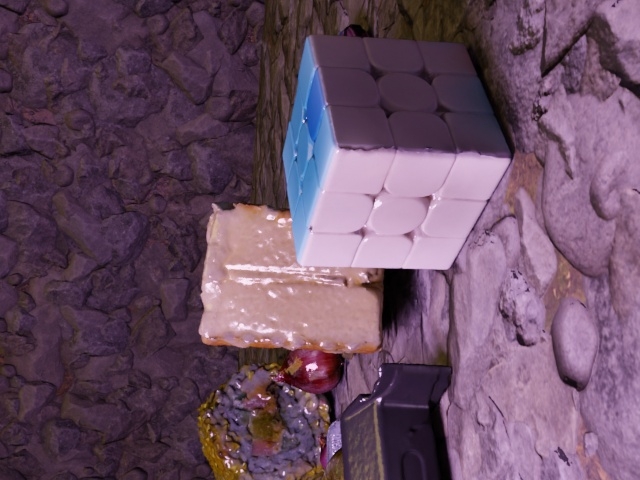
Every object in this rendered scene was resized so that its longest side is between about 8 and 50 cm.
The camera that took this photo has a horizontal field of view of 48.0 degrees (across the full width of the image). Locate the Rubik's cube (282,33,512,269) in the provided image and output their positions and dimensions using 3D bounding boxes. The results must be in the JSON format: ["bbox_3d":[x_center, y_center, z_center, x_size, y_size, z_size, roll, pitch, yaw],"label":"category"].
[{"bbox_3d":[0.108,-0.147,1.233,0.291,0.291,0.290,107,160,-49],"label":"Rubik's cube"}]

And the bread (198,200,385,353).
[{"bbox_3d":[-0.046,0.088,1.499,0.390,0.371,0.279,53,-138,-82],"label":"bread"}]

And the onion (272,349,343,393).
[{"bbox_3d":[-0.037,0.342,1.934,0.159,0.195,0.159,168,90,-81],"label":"onion"}]

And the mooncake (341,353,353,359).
[{"bbox_3d":[0.039,0.213,1.960,0.347,0.057,0.150,-162,87,-69],"label":"mooncake"}]

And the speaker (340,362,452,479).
[{"bbox_3d":[0.149,0.426,1.241,0.184,0.180,0.388,126,144,-57],"label":"speaker"}]

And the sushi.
[{"bbox_3d":[-0.143,0.541,1.998,0.396,0.352,0.240,54,154,33],"label":"sushi"}]

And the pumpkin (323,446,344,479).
[{"bbox_3d":[0.100,0.517,1.452,0.224,0.157,0.223,-8,81,59],"label":"pumpkin"}]

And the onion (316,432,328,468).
[{"bbox_3d":[0.036,0.523,1.813,0.115,0.104,0.115,-53,-12,-17],"label":"onion"}]

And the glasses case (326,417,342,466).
[{"bbox_3d":[0.070,0.552,1.656,0.067,0.109,0.282,134,136,-72],"label":"glasses case"}]

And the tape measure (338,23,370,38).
[{"bbox_3d":[0.085,-0.472,1.806,0.118,0.074,0.125,115,149,-45],"label":"tape measure"}]
